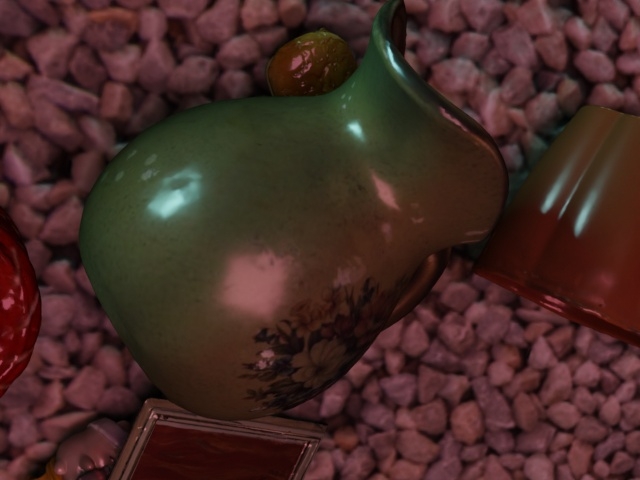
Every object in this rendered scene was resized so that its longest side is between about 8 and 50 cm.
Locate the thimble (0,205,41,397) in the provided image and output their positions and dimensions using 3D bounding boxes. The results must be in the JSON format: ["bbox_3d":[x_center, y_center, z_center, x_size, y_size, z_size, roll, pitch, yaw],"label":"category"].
[{"bbox_3d":[-0.305,0.053,1.028,0.163,0.125,0.189,33,96,-26],"label":"thimble"}]

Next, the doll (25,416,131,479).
[{"bbox_3d":[-0.185,0.191,1.130,0.127,0.084,0.073,-30,94,1],"label":"doll"}]

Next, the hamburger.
[{"bbox_3d":[-0.004,-0.130,1.101,0.076,0.044,0.083,-34,111,-4],"label":"hamburger"}]

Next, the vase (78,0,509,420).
[{"bbox_3d":[0.000,0.000,1.054,0.302,0.241,0.329,-32,150,5],"label":"vase"}]

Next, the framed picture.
[{"bbox_3d":[-0.121,0.268,1.171,0.216,0.016,0.273,15,104,-42],"label":"framed picture"}]

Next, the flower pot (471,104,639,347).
[{"bbox_3d":[0.244,-0.015,1.149,0.190,0.190,0.173,23,89,-22],"label":"flower pot"}]
